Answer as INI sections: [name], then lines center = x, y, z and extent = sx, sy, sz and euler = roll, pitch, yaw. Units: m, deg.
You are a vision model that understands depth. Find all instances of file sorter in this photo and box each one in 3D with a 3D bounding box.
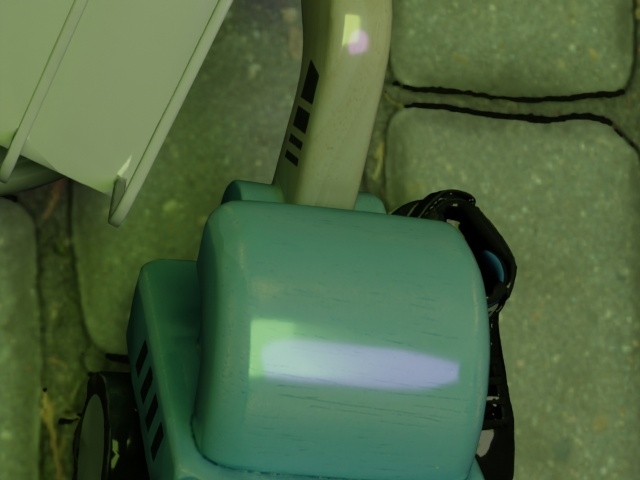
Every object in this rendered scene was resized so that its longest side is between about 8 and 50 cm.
[file sorter]
center = -0.184, -0.149, 0.893
extent = 0.278, 0.173, 0.192
euler = 25, 99, -11

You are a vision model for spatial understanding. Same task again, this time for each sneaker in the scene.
[sneaker]
center = 0.094, 0.073, 1.141
extent = 0.079, 0.121, 0.216
euler = -14, 85, -19

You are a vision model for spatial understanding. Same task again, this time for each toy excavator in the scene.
[toy excavator]
center = 0.000, 0.000, 1.017
extent = 0.222, 0.433, 0.445
euler = 8, 119, -17

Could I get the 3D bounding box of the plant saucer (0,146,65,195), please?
[plant saucer]
center = -0.242, -0.226, 1.061
extent = 0.401, 0.100, 0.400
euler = 9, 67, -20
